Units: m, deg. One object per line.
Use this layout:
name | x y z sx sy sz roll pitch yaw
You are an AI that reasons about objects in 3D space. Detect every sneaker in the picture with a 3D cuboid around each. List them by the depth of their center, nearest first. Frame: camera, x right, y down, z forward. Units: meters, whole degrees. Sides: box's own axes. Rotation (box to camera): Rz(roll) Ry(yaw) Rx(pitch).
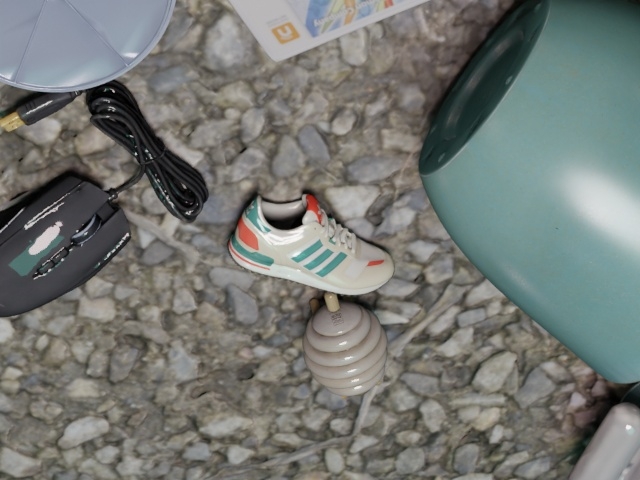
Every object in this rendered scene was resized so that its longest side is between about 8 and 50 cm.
sneaker | 0.000 0.000 1.363 0.161 0.057 0.075 12 127 -15

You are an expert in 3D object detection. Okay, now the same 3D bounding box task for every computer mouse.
computer mouse | -0.243 -0.027 1.299 0.262 0.060 0.184 -26 126 8

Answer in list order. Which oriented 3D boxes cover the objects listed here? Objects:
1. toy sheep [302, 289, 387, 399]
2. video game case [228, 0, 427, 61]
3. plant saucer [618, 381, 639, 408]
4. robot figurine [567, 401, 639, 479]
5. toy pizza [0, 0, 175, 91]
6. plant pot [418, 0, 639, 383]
toy sheep | 0.022 0.098 1.418 0.091 0.091 0.132 -20 126 4
video game case | 0.033 -0.298 1.108 0.329 0.036 0.300 -20 133 21
plant saucer | 0.366 0.176 1.576 0.119 0.021 0.119 -5 126 -7
robot figurine | 0.407 0.251 1.499 0.300 0.200 0.353 17 122 2
toy pizza | -0.215 -0.211 1.191 0.201 0.032 0.201 -4 125 -6
plant pot | 0.225 -0.067 1.231 0.235 0.293 0.293 33 115 -10
